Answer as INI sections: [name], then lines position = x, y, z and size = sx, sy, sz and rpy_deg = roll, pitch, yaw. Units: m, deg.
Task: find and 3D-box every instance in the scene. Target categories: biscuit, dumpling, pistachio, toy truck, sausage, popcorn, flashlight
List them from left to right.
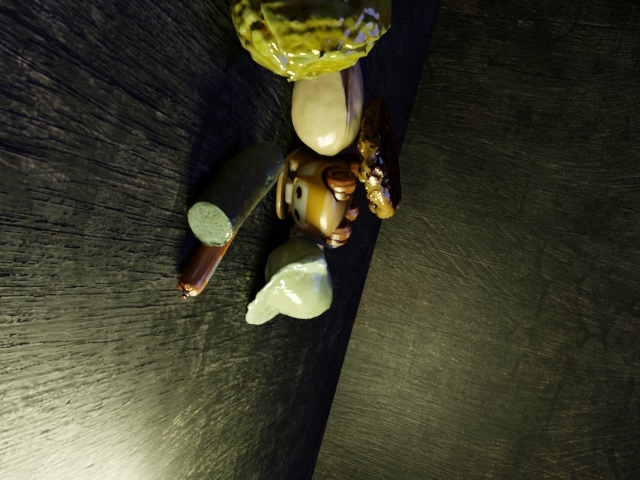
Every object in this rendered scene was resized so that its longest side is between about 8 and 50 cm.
[sausage]
position = -0.199, -0.024, 1.142
size = 0.053, 0.053, 0.347
rpy_deg = 85, 25, -54
[dumpling]
position = -0.062, 0.123, 1.510
size = 0.320, 0.212, 0.270
rpy_deg = 76, 33, -44
[popcorn]
position = -0.028, -0.414, 0.982
size = 0.246, 0.282, 0.282
rpy_deg = 67, 26, -13
[flashlight]
position = -0.013, -0.021, 1.595
size = 0.093, 0.200, 0.047
rpy_deg = -48, 127, -21
[toy truck]
position = 0.006, -0.134, 1.502
size = 0.288, 0.212, 0.204
rpy_deg = -60, 160, -55
[pistachio]
position = 0.024, -0.362, 1.378
size = 0.187, 0.188, 0.299
rpy_deg = -40, 135, -66
[biscuit]
position = 0.152, -0.212, 1.450
size = 0.334, 0.081, 0.289
rpy_deg = -79, 157, -44

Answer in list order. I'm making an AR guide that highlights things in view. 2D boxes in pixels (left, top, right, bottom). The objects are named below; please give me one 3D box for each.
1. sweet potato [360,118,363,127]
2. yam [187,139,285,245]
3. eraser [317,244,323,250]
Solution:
[sweet potato]
position = 0.116, -0.414, 1.915
size = 0.269, 0.075, 0.074
rpy_deg = -50, 153, -77
[yam]
position = -0.162, -0.104, 1.100
size = 0.259, 0.106, 0.106
rpy_deg = -61, 160, -46
[eraser]
position = 0.000, 0.000, 1.960
size = 0.019, 0.038, 0.083
rpy_deg = 83, 27, -51
